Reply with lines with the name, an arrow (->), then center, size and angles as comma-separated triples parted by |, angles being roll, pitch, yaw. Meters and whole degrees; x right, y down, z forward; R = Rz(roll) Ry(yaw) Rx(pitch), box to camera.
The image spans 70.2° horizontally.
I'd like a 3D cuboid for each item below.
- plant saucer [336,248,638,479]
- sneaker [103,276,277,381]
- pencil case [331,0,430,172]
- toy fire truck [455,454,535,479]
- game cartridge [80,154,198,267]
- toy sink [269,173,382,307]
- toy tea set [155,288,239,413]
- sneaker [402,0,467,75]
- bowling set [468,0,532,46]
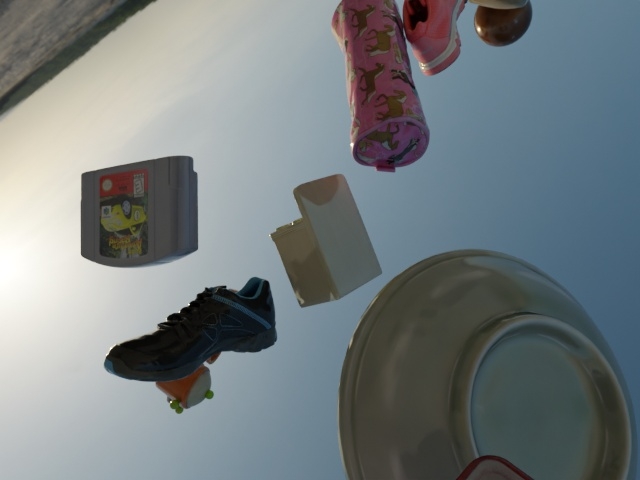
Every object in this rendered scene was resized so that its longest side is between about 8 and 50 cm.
plant saucer -> 0.220, 0.193, 0.503 | 0.400, 0.400, 0.100 | -57, -173, -23
sneaker -> -0.222, 0.151, 0.825 | 0.125, 0.341, 0.139 | 8, -79, 39
pencil case -> 0.116, -0.332, 0.939 | 0.160, 0.167, 0.386 | -21, -121, 27
toy fire truck -> 0.140, 0.282, 0.217 | 0.254, 0.169, 0.302 | -38, -144, -23
game cartridge -> -0.352, -0.045, 0.860 | 0.294, 0.060, 0.196 | -3, -89, 30
toy sink -> 0.000, 0.000, 0.956 | 0.131, 0.234, 0.153 | -20, -177, 45
toy tea set -> -0.244, 0.254, 1.071 | 0.124, 0.200, 0.336 | 23, -110, 12
sneaker -> 0.245, -0.522, 1.007 | 0.116, 0.136, 0.313 | -18, -126, 39
bowling set -> 0.117, -0.263, 0.396 | 0.154, 0.199, 0.287 | 20, -124, 21
